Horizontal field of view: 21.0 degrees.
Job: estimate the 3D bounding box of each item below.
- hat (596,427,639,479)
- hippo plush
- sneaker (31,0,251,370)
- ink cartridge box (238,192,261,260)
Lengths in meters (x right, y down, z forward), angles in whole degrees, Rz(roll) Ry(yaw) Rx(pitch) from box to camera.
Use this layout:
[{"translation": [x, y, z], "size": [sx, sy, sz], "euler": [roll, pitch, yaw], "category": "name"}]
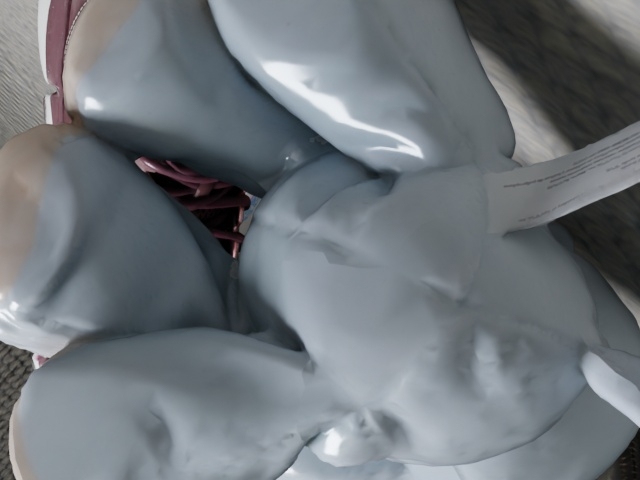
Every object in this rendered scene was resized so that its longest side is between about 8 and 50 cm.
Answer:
[{"translation": [0.143, 0.157, 0.809], "size": [0.331, 0.331, 0.134], "euler": [43, 129, 6], "category": "hat"}, {"translation": [0.037, 0.007, 0.662], "size": [0.294, 0.234, 0.236], "euler": [-9, 165, 23], "category": "hippo plush"}, {"translation": [-0.069, -0.015, 0.808], "size": [0.162, 0.106, 0.281], "euler": [4, 100, 60], "category": "sneaker"}, {"translation": [0.000, 0.000, 0.927], "size": [0.090, 0.092, 0.143], "euler": [50, 167, -28], "category": "ink cartridge box"}]
